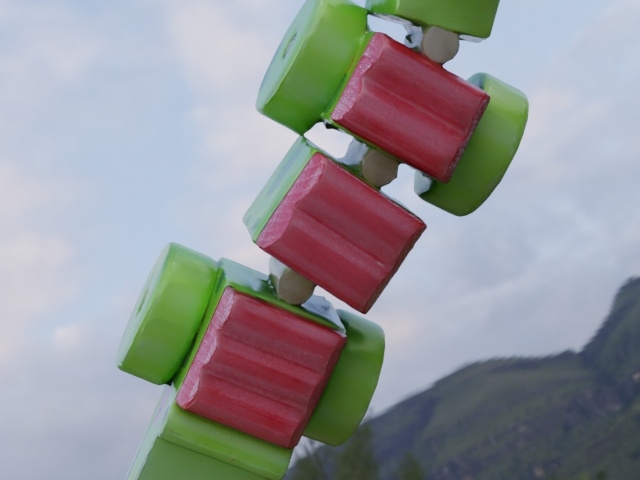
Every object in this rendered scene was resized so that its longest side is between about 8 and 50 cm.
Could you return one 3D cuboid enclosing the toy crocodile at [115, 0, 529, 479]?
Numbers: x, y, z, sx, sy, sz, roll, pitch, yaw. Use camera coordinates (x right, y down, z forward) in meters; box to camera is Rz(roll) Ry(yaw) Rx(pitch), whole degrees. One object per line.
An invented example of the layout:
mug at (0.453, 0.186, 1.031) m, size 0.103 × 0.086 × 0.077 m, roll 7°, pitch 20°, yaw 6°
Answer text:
toy crocodile at (0.000, 0.000, 0.537) m, size 0.115 × 0.105 × 0.340 m, roll 27°, pitch -83°, yaw -11°
